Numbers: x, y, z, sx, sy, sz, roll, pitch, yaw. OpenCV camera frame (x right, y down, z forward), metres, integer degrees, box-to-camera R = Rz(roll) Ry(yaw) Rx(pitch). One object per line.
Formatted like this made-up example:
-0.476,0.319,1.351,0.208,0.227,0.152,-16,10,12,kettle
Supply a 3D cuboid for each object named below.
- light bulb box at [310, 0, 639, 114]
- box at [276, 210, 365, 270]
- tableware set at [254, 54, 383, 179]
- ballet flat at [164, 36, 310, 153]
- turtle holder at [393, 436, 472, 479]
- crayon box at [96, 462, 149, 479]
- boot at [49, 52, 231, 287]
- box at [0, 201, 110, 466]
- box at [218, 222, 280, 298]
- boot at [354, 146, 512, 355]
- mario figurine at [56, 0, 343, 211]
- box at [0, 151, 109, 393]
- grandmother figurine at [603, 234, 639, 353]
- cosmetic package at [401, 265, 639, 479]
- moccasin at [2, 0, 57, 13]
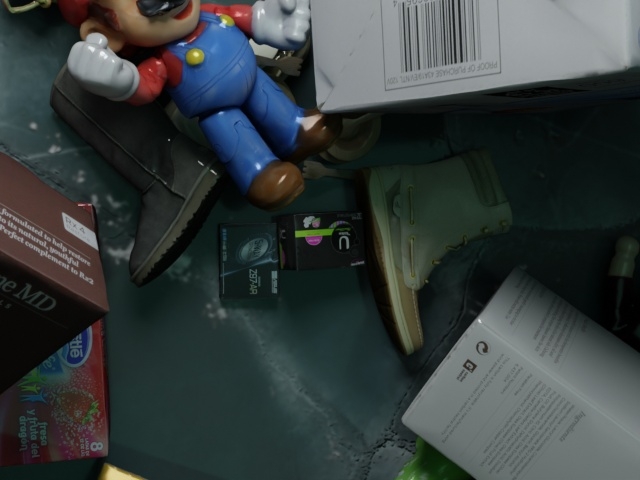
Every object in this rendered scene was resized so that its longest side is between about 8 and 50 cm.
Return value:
0.235,-0.242,1.068,0.361,0.357,0.225,-5,93,-41,light bulb box
0.000,0.000,1.237,0.083,0.052,0.062,-4,92,-26,box
-0.013,-0.125,1.201,0.194,0.039,0.128,3,106,-31,tableware set
-0.102,-0.155,1.210,0.086,0.086,0.248,39,85,-9,ballet flat
0.195,0.371,1.222,0.227,0.243,0.320,-32,56,-22,turtle holder
-0.114,0.386,1.166,0.322,0.083,0.203,22,60,-1,crayon box
-0.207,-0.081,1.183,0.208,0.076,0.190,38,108,6,boot
-0.282,0.090,1.160,0.122,0.128,0.257,-4,91,-10,box
-0.078,0.022,1.250,0.067,0.018,0.083,0,91,-10,box
0.135,0.010,1.261,0.165,0.077,0.213,-12,93,-12,boot
-0.107,-0.177,1.038,0.170,0.198,0.320,-37,113,20,mario figurine
-0.390,0.084,0.991,0.381,0.143,0.191,-38,135,15,box
0.413,0.083,1.304,0.207,0.104,0.342,39,87,19,grandmother figurine
0.291,0.208,1.164,0.365,0.197,0.155,38,115,9,cosmetic package
-0.291,-0.306,1.147,0.380,0.139,0.147,36,91,-11,moccasin
